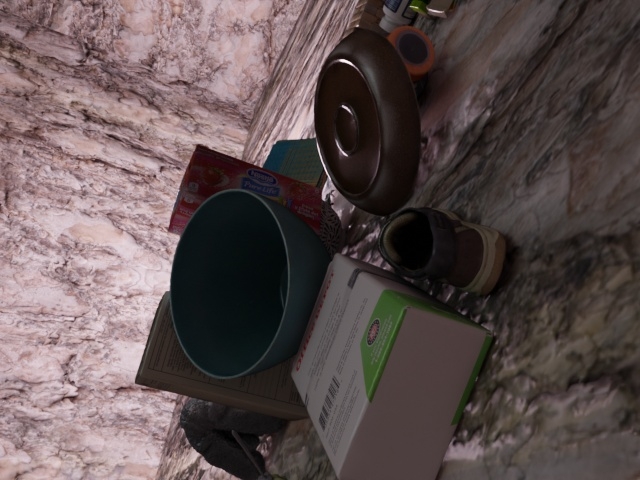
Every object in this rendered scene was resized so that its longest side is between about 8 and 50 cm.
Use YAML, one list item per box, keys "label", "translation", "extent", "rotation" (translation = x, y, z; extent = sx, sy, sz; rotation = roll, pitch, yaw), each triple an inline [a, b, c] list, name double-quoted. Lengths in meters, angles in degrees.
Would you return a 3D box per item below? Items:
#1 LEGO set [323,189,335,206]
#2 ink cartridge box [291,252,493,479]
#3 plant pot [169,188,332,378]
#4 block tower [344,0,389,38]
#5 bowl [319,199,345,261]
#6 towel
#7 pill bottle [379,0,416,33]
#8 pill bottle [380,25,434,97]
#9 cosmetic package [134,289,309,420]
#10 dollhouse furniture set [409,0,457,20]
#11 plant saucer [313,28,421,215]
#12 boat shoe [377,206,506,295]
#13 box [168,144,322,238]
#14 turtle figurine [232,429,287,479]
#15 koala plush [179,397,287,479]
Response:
- label: "LEGO set"
  translation: [0.011, -0.080, 1.330]
  extent: [0.054, 0.023, 0.083]
  rotation: [146, 140, -65]
- label: "ink cartridge box"
  translation: [0.067, 0.146, 0.715]
  extent: [0.273, 0.114, 0.198]
  rotation: [-142, 72, -73]
- label: "plant pot"
  translation: [-0.084, 0.074, 0.951]
  extent: [0.290, 0.195, 0.290]
  rotation: [-8, 79, 42]
- label: "block tower"
  translation: [0.105, -0.447, 1.305]
  extent: [0.097, 0.091, 0.335]
  rotation: [-129, 59, -72]
- label: "bowl"
  translation: [0.000, 0.000, 1.172]
  extent: [0.170, 0.080, 0.170]
  rotation: [-161, 90, -74]
- label: "towel"
  translation: [-0.100, -0.091, 1.429]
  extent: [0.271, 0.040, 0.370]
  rotation: [6, 69, 49]
- label: "pill bottle"
  translation: [0.169, -0.484, 1.172]
  extent: [0.067, 0.067, 0.120]
  rotation: [-93, 27, -53]
- label: "pill bottle"
  translation: [0.107, -0.284, 1.038]
  extent: [0.245, 0.130, 0.130]
  rotation: [149, 137, -67]
- label: "cosmetic package"
  translation: [-0.162, 0.217, 1.058]
  extent: [0.113, 0.309, 0.160]
  rotation: [138, 148, -59]
- label: "dollhouse furniture set"
  translation: [0.217, -0.437, 1.038]
  extent: [0.076, 0.058, 0.151]
  rotation: [-61, 37, 12]
- label: "plant saucer"
  translation: [0.060, -0.190, 0.970]
  extent: [0.310, 0.050, 0.311]
  rotation: [167, 90, -68]
- label: "boat shoe"
  translation: [0.124, 0.001, 0.728]
  extent: [0.285, 0.092, 0.103]
  rotation: [-145, 74, -74]
- label: "box"
  translation: [-0.137, -0.057, 1.078]
  extent: [0.128, 0.257, 0.123]
  rotation: [127, 154, -46]
- label: "turtle figurine"
  translation: [-0.139, 0.448, 0.887]
  extent: [0.266, 0.274, 0.198]
  rotation: [112, -178, -46]
- label: "koala plush"
  translation: [-0.180, 0.351, 1.233]
  extent: [0.221, 0.203, 0.196]
  rotation: [-83, 16, -74]
